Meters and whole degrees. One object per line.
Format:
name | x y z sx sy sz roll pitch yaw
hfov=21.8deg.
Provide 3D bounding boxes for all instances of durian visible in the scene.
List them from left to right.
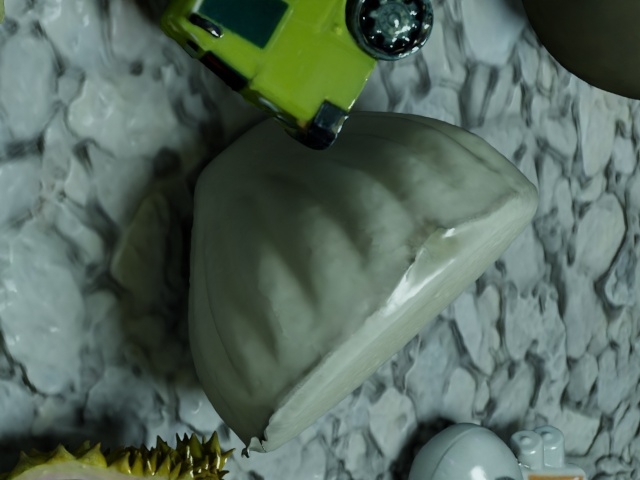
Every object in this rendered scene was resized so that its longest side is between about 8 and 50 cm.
durian | -0.148 0.205 1.084 0.165 0.132 0.182 -9 123 -44

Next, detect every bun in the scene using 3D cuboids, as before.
bun | 0.000 0.000 1.102 0.263 0.175 0.263 -40 171 -7

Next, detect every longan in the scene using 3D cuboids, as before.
longan | 0.236 -0.198 1.181 0.196 0.196 0.220 -37 134 -23

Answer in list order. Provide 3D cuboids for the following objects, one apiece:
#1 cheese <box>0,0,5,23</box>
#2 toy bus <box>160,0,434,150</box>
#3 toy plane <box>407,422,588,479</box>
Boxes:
cheese | -0.191 -0.155 0.910 0.030 0.044 0.083 -15 125 -19
toy bus | 0.013 -0.196 0.996 0.150 0.128 0.262 31 90 -10
toy plane | 0.133 0.258 1.393 0.245 0.117 0.244 -22 126 -32
